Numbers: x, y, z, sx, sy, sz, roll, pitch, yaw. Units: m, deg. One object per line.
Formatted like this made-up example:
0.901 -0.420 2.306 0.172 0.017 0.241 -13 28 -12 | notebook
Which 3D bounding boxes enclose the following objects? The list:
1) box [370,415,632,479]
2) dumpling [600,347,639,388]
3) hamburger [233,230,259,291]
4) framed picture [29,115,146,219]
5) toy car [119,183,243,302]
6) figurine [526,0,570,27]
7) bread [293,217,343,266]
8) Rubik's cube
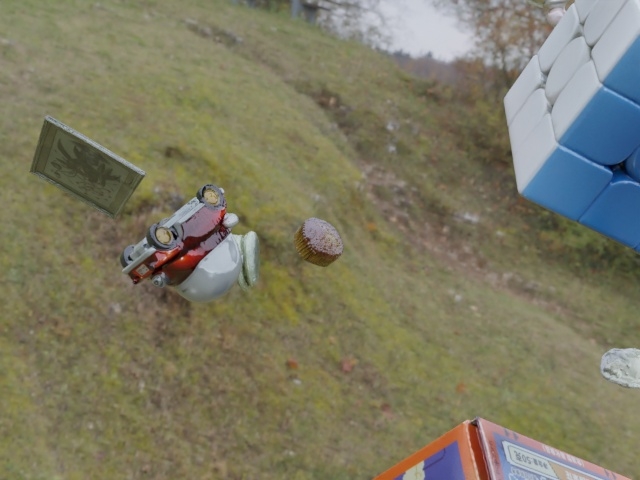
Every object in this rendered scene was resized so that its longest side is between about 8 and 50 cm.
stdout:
0.255 0.454 1.122 0.349 0.257 0.318 26 41 -30 | box
0.398 0.165 1.131 0.057 0.052 0.076 0 56 -26 | dumpling
-0.149 0.044 1.739 0.054 0.121 0.084 -2 4 0 | hamburger
-0.383 -0.111 1.420 0.173 0.010 0.231 30 -27 -12 | framed picture
-0.143 0.019 0.980 0.112 0.112 0.139 51 43 -7 | toy car
0.490 -0.511 1.680 0.257 0.181 0.144 24 35 14 | figurine
0.000 0.000 1.455 0.085 0.053 0.085 27 41 -26 | bread
0.466 -0.182 1.239 0.292 0.290 0.291 23 35 -11 | Rubik's cube
